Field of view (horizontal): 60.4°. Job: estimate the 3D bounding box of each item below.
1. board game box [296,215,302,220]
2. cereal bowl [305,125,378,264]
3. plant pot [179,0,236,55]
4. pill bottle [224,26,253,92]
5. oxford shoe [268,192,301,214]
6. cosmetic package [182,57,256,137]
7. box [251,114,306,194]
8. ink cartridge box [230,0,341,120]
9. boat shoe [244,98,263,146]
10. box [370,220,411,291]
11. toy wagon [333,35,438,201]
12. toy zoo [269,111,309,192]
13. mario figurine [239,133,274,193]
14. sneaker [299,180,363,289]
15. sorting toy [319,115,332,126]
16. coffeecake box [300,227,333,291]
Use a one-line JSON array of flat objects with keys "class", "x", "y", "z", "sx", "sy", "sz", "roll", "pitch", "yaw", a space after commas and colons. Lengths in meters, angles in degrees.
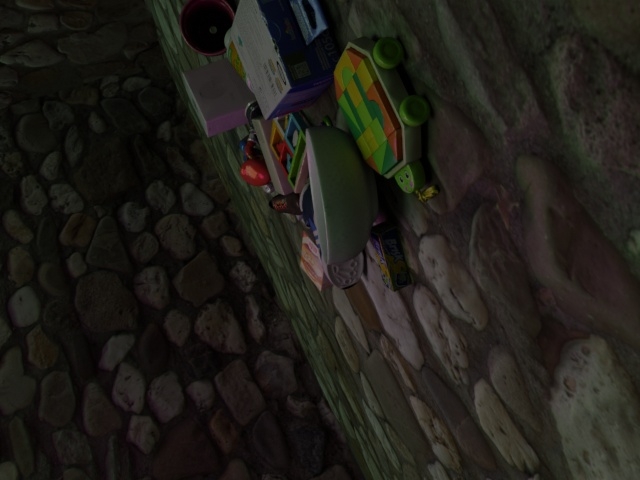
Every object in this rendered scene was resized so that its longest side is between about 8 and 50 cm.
[{"class": "board game box", "x": -0.095, "y": -0.137, "z": 2.132, "sx": 0.090, "sy": 0.020, "sz": 0.090, "roll": 62, "pitch": 165, "yaw": 23}, {"class": "cereal bowl", "x": 0.055, "y": -0.113, "z": 1.332, "sx": 0.339, "sy": 0.141, "sz": 0.339, "roll": 173, "pitch": 90, "yaw": -86}, {"class": "plant pot", "x": -0.387, "y": -0.754, "z": 1.954, "sx": 0.180, "sy": 0.201, "sz": 0.202, "roll": -108, "pitch": -1, "yaw": -76}, {"class": "pill bottle", "x": -0.203, "y": -0.555, "z": 1.667, "sx": 0.246, "sy": 0.136, "sz": 0.136, "roll": 56, "pitch": 161, "yaw": 37}, {"class": "oxford shoe", "x": -0.119, "y": -0.128, "z": 1.997, "sx": 0.271, "sy": 0.098, "sz": 0.097, "roll": -171, "pitch": 65, "yaw": -72}, {"class": "cosmetic package", "x": -0.372, "y": -0.549, "z": 2.094, "sx": 0.224, "sy": 0.224, "sz": 0.138, "roll": 64, "pitch": 167, "yaw": 11}, {"class": "box", "x": -0.145, "y": -0.305, "z": 1.918, "sx": 0.113, "sy": 0.094, "sz": 0.275, "roll": 34, "pitch": 144, "yaw": 65}, {"class": "ink cartridge box", "x": -0.087, "y": -0.480, "z": 1.353, "sx": 0.270, "sy": 0.151, "sz": 0.395, "roll": 68, "pitch": 167, "yaw": -5}, {"class": "boat shoe", "x": -0.220, "y": -0.420, "z": 2.008, "sx": 0.255, "sy": 0.095, "sz": 0.079, "roll": 102, "pitch": 144, "yaw": -67}, {"class": "box", "x": 0.175, "y": 0.040, "z": 1.391, "sx": 0.059, "sy": 0.054, "sz": 0.169, "roll": 33, "pitch": 144, "yaw": 65}, {"class": "toy wagon", "x": 0.133, "y": -0.231, "z": 1.114, "sx": 0.345, "sy": 0.068, "sz": 0.267, "roll": 66, "pitch": 165, "yaw": 4}, {"class": "toy zoo", "x": -0.098, "y": -0.315, "z": 1.720, "sx": 0.293, "sy": 0.030, "sz": 0.192, "roll": 62, "pitch": 147, "yaw": 38}, {"class": "mario figurine", "x": -0.236, "y": -0.322, "z": 2.242, "sx": 0.198, "sy": 0.170, "sz": 0.321, "roll": 34, "pitch": -164, "yaw": -31}, {"class": "sneaker", "x": 0.028, "y": -0.034, "z": 1.698, "sx": 0.236, "sy": 0.130, "sz": 0.323, "roll": -117, "pitch": 8, "yaw": -55}, {"class": "sorting toy", "x": 0.011, "y": -0.286, "z": 1.506, "sx": 0.061, "sy": 0.042, "sz": 0.102, "roll": 50, "pitch": 157, "yaw": 47}, {"class": "coffeecake box", "x": -0.003, "y": 0.063, "z": 1.945, "sx": 0.142, "sy": 0.068, "sz": 0.186, "roll": 50, "pitch": 149, "yaw": 34}]
